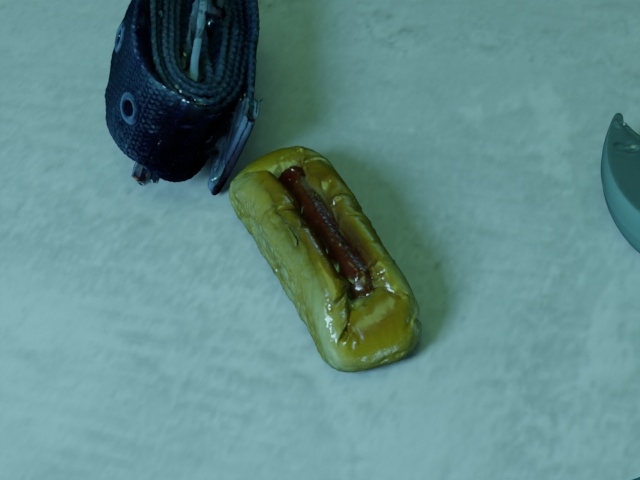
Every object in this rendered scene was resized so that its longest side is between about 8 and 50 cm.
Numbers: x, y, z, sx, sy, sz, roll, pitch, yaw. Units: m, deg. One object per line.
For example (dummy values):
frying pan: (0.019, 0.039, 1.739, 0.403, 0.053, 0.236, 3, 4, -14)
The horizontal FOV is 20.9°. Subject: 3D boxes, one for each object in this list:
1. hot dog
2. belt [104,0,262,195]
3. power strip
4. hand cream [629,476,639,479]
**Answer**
hot dog: (0.000, 0.000, 1.359, 0.084, 0.073, 0.242, -18, 47, -14)
belt: (-0.122, -0.143, 1.489, 0.122, 0.128, 0.218, 18, 43, -14)
power strip: (0.344, -0.035, 1.347, 0.253, 0.054, 0.167, 2, 50, 12)
hand cream: (0.152, 0.210, 1.158, 0.224, 0.048, 0.083, -23, 50, -5)
